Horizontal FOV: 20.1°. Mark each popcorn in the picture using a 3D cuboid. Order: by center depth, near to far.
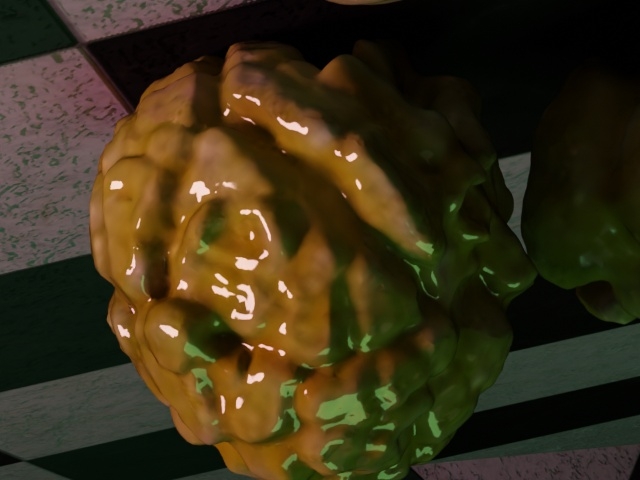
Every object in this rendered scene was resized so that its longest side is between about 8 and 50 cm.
[{"bbox_3d":[0.000,0.000,0.921,0.259,0.259,0.212,5,143,-48],"label":"popcorn"},{"bbox_3d":[0.260,-0.025,0.979,0.241,0.235,0.250,6,162,46],"label":"popcorn"}]

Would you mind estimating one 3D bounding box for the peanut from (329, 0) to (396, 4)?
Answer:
[{"bbox_3d":[0.016,-0.151,0.511,0.137,0.122,0.253,-34,173,-25],"label":"peanut"}]
